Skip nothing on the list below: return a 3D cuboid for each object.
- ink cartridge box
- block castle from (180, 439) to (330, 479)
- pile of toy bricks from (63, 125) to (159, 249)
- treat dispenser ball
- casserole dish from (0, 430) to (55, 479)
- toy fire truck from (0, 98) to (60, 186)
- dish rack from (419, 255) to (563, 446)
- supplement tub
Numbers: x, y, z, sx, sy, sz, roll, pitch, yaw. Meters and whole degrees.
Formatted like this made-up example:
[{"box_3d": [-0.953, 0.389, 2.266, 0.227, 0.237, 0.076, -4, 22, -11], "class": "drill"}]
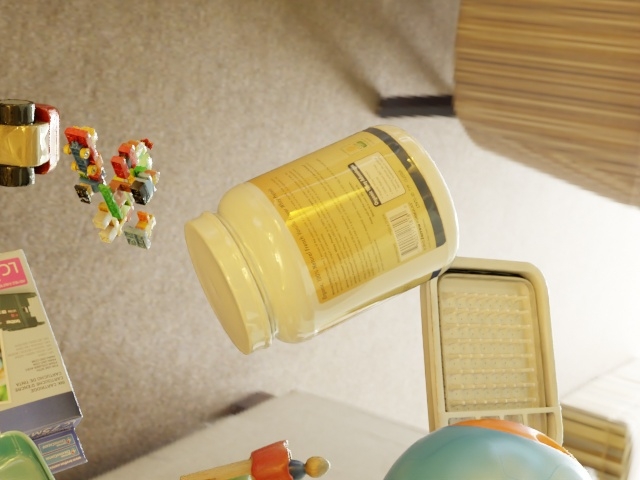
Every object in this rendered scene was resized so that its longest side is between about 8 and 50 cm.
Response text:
[{"box_3d": [-0.440, 0.174, 1.382, 0.186, 0.065, 0.311, -14, 72, -31], "class": "ink cartridge box"}, {"box_3d": [-0.054, 0.420, 1.238, 0.453, 0.213, 0.303, 115, -38, -86], "class": "block castle"}, {"box_3d": [-0.255, -0.088, 1.386, 0.212, 0.118, 0.105, 80, 31, -51], "class": "pile of toy bricks"}, {"box_3d": [0.202, 0.360, 1.251, 0.288, 0.288, 0.288, -28, 125, -50], "class": "treat dispenser ball"}, {"box_3d": [-0.283, 0.257, 0.942, 0.114, 0.188, 0.037, -35, 138, -10], "class": "casserole dish"}, {"box_3d": [-0.480, -0.148, 1.554, 0.246, 0.217, 0.158, -56, 151, -72], "class": "toy fire truck"}, {"box_3d": [0.265, 0.197, 1.676, 0.286, 0.072, 0.332, 4, 78, -38], "class": "dish rack"}, {"box_3d": [0.000, 0.000, 1.393, 0.316, 0.228, 0.228, -25, 127, -17], "class": "supplement tub"}]
